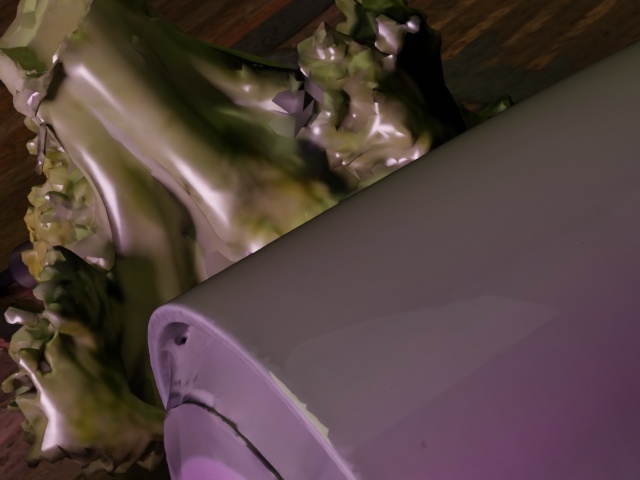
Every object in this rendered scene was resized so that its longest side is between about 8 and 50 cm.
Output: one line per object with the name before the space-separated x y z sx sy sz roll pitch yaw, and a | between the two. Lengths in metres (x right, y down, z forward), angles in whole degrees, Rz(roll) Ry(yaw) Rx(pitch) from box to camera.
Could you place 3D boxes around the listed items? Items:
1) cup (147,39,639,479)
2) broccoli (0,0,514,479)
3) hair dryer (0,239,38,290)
cup | 0.130 0.052 0.767 0.371 0.253 0.253 -33 27 -17
broccoli | -0.052 -0.033 1.020 0.293 0.281 0.348 -39 38 10
hair dryer | -0.143 -0.014 1.341 0.248 0.078 0.196 -22 -2 38
